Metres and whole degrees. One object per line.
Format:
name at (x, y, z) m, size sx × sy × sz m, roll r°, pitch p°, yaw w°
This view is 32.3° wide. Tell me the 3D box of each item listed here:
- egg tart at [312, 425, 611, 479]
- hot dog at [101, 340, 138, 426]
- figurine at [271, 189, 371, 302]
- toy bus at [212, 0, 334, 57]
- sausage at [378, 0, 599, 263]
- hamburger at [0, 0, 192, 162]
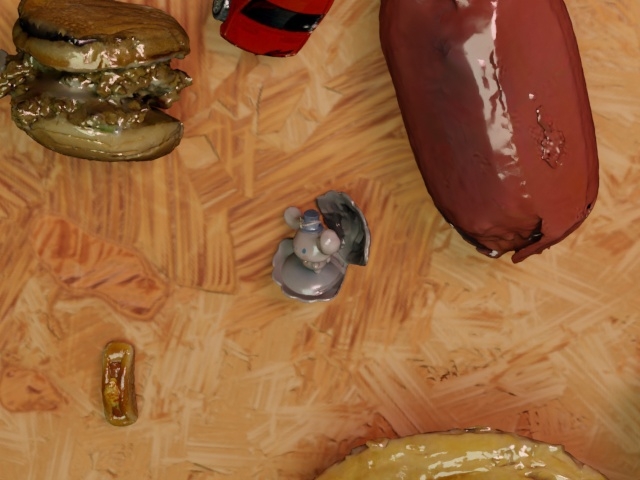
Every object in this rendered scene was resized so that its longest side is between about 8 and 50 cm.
egg tart at (0.134, 0.299, 1.031) m, size 0.351 × 0.150 × 0.352 m, roll 3°, pitch 113°, yaw 7°
hot dog at (-0.194, 0.142, 1.062) m, size 0.030 × 0.034 × 0.090 m, roll 2°, pitch 107°, yaw 3°
figurine at (0.000, 0.000, 0.981) m, size 0.082 × 0.094 × 0.086 m, roll -20°, pitch 143°, yaw -28°
toy bus at (-0.018, -0.236, 0.884) m, size 0.081 × 0.089 × 0.195 m, roll 11°, pitch 111°, yaw -26°
sausage at (0.137, -0.118, 0.895) m, size 0.152 × 0.152 × 0.280 m, roll -15°, pitch 105°, yaw 9°
hamburger at (-0.193, -0.128, 0.911) m, size 0.184 × 0.159 × 0.131 m, roll 5°, pitch 113°, yaw -18°
